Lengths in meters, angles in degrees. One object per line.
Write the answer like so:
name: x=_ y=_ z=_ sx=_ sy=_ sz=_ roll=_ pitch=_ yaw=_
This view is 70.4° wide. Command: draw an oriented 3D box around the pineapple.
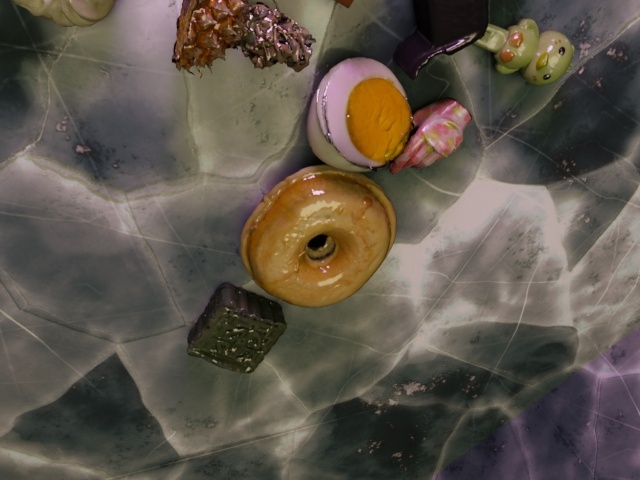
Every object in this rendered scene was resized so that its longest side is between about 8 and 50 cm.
pineapple: x=-0.141 y=-0.431 z=0.941 sx=0.271 sy=0.262 sz=0.263 roll=13 pitch=116 yaw=-28

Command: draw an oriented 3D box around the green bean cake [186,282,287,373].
green bean cake: x=-0.262 y=0.284 z=1.408 sx=0.241 sy=0.132 sz=0.255 roll=27 pitch=110 yaw=-31

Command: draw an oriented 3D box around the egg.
egg: x=0.082 y=-0.299 z=1.125 sx=0.286 sy=0.174 sz=0.264 roll=-38 pitch=108 yaw=-24

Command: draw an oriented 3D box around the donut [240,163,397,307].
donut: x=0.000 y=0.000 z=1.259 sx=0.448 sy=0.198 sz=0.449 roll=-6 pitch=122 yaw=-10

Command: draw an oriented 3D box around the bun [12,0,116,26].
bun: x=-0.499 y=-0.524 z=0.833 sx=0.259 sy=0.160 sz=0.259 roll=-9 pitch=128 yaw=-11

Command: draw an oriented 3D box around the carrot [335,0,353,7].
carrot: x=-0.018 y=-0.609 z=0.917 sx=0.254 sy=0.196 sz=0.196 roll=15 pitch=116 yaw=-11

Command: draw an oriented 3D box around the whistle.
whistle: x=0.511 y=-0.476 z=1.143 sx=0.293 sy=0.141 sz=0.141 roll=8 pitch=118 yaw=-17

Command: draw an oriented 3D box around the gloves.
gloves: x=0.283 y=-0.266 z=1.222 sx=0.145 sy=0.126 sz=0.241 roll=36 pitch=99 yaw=-34

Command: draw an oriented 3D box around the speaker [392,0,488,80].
speaker: x=0.234 y=-0.572 z=0.964 sx=0.184 sy=0.180 sz=0.389 roll=-21 pitch=133 yaw=0
